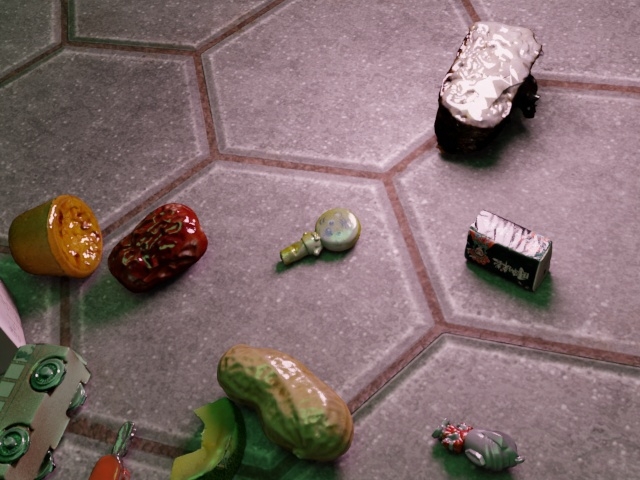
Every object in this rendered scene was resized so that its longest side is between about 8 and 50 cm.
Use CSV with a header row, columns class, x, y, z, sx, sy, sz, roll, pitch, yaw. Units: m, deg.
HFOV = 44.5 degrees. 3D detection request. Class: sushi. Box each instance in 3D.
class,x,y,z,sx,sy,sz,roll,pitch,yaw
sushi,0.412,-0.356,1.891,0.234,0.207,0.348,27,66,14

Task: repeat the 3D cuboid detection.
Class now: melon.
class,x,y,z,sx,sy,sz,roll,pitch,yaw
melon,-0.212,0.398,1.497,0.118,0.064,0.209,-1,49,16

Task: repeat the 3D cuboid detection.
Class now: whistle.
class,x,y,z,sx,sy,sz,roll,pitch,yaw
whistle,0.000,0.000,1.780,0.198,0.057,0.104,-30,58,-4

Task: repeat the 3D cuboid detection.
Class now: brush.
class,x,y,z,sx,sy,sz,roll,pitch,yaw
brush,-0.410,0.493,1.468,0.070,0.051,0.323,4,56,22

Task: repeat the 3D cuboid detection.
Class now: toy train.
class,x,y,z,sx,sy,sz,roll,pitch,yaw
toy train,-0.586,0.357,1.556,0.159,0.129,0.326,3,53,20

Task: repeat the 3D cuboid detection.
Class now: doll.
class,x,y,z,sx,sy,sz,roll,pitch,yaw
doll,0.288,0.370,1.420,0.180,0.079,0.094,15,31,37

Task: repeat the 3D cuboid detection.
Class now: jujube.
class,x,y,z,sx,sy,sz,roll,pitch,yaw
jujube,-0.366,0.020,1.769,0.230,0.155,0.155,-40,56,-12

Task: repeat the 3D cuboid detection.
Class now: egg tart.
class,x,y,z,sx,sy,sz,roll,pitch,yaw
egg tart,-0.619,0.003,1.812,0.147,0.202,0.202,-12,50,17

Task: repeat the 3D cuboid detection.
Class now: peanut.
class,x,y,z,sx,sy,sz,roll,pitch,yaw
peanut,-0.071,0.304,1.496,0.325,0.140,0.153,28,78,30

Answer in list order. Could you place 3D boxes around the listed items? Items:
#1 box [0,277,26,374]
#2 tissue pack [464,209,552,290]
class,x,y,z,sx,sy,sz,roll,pitch,yaw
box,-0.739,0.138,1.662,0.116,0.274,0.203,-24,53,-10
tissue pack,0.398,0.020,1.654,0.170,0.103,0.090,26,54,26
